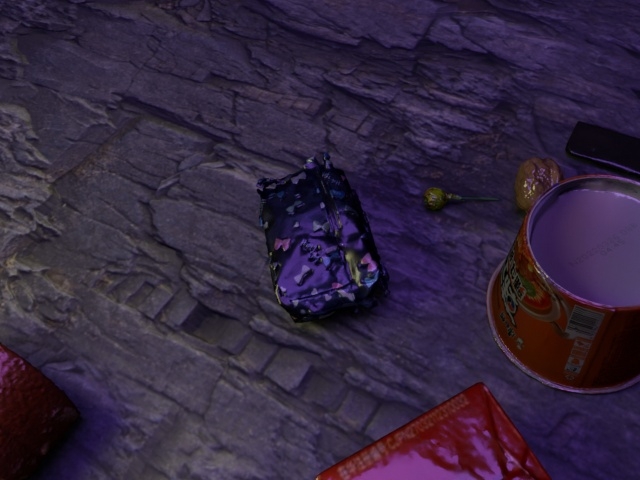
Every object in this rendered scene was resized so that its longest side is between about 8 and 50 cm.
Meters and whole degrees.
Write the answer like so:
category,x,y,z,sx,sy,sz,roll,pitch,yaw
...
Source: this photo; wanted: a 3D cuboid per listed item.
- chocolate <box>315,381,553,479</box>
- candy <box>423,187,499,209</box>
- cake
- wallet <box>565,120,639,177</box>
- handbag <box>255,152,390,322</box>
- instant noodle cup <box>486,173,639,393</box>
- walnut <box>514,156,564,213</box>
category,x,y,z,sx,sy,sz,roll,pitch,yaw
chocolate,0.152,0.324,0.744,0.238,0.108,0.234,-28,58,-9
candy,0.225,-0.067,1.042,0.123,0.035,0.035,0,67,-3
cake,-0.472,0.202,0.863,0.283,0.177,0.151,25,64,20
wallet,0.484,-0.146,1.061,0.157,0.018,0.082,21,61,20
handbag,0.000,0.000,0.974,0.162,0.113,0.260,-19,58,2
instant noodle cup,0.350,0.050,0.845,0.251,0.192,0.250,-4,57,5
walnut,0.338,-0.082,1.003,0.079,0.082,0.096,16,64,-17
